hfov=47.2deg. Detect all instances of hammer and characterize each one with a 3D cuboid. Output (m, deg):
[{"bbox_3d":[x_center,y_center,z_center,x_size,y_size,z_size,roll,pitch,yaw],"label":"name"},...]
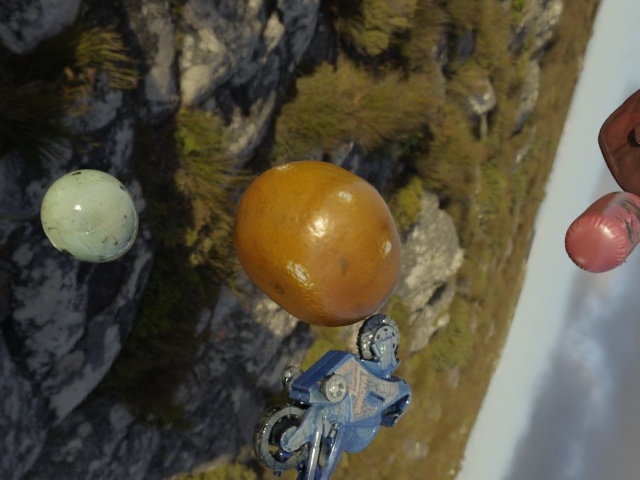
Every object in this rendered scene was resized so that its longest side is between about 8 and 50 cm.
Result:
[{"bbox_3d":[0.184,-0.006,0.467,0.083,0.043,0.043,-25,131,-53],"label":"hammer"}]

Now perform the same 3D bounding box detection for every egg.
[{"bbox_3d":[-0.324,-0.026,1.045,0.164,0.131,0.131,76,33,-54],"label":"egg"}]

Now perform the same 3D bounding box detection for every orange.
[{"bbox_3d":[0.000,0.000,0.638,0.124,0.156,0.156,-50,155,-27],"label":"orange"}]

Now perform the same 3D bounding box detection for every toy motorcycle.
[{"bbox_3d":[0.022,0.165,0.721,0.205,0.076,0.114,-39,111,-32],"label":"toy motorcycle"}]

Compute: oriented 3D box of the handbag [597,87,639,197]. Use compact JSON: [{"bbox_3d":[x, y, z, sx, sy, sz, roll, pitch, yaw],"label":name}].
[{"bbox_3d":[0.423,-0.117,0.780,0.225,0.135,0.146,-37,-137,37],"label":"handbag"}]
